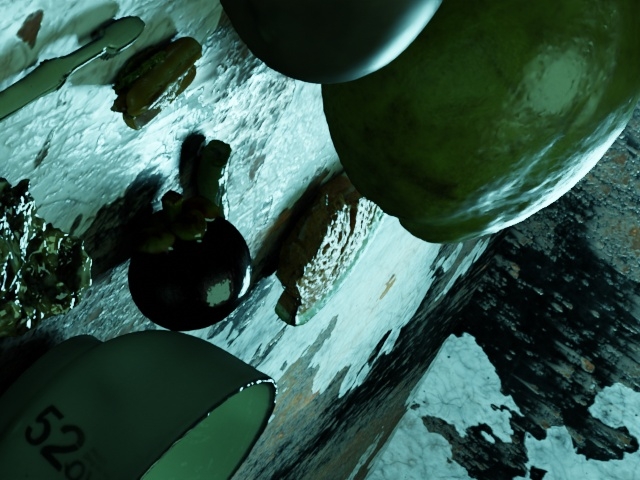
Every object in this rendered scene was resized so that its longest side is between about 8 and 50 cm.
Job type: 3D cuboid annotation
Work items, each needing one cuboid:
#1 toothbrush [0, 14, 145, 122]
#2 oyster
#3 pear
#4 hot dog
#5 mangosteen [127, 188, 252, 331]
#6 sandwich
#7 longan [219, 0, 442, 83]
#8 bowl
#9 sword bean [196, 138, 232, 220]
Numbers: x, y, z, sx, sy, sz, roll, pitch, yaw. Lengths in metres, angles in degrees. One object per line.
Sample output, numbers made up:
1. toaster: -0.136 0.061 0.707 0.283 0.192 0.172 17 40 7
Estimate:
1. toothbrush: -0.227 -0.112 1.284 0.028 0.026 0.294 -47 176 42
2. oyster: -0.290 0.053 1.359 0.223 0.083 0.214 -47 163 -7
3. pear: 0.169 -0.198 1.814 0.413 0.352 0.352 -58 167 22
4. hot dog: -0.146 -0.143 1.478 0.133 0.041 0.056 -51 169 -49
5. mangosteen: -0.138 0.017 1.729 0.137 0.137 0.151 -43 128 -41
6. sandwich: -0.003 0.003 2.259 0.159 0.079 0.235 -5 125 -60
7. longan: 0.010 -0.246 1.367 0.246 0.215 0.246 -15 113 -39
8. bowl: -0.226 0.218 1.701 0.354 0.185 0.354 -46 166 -15
9. sword bean: -0.115 -0.033 1.847 0.043 0.038 0.269 -25 159 -13
